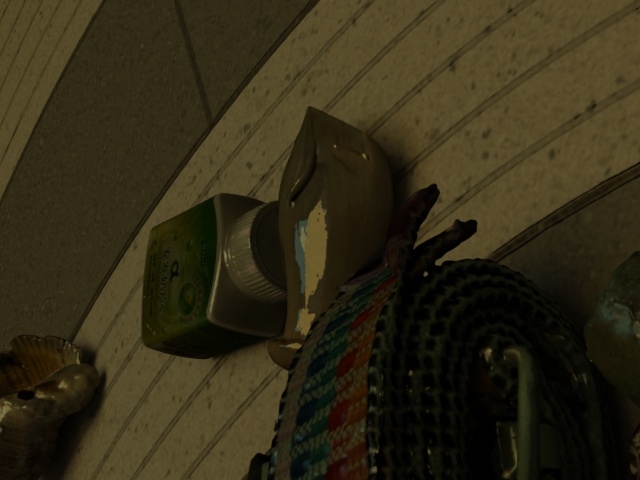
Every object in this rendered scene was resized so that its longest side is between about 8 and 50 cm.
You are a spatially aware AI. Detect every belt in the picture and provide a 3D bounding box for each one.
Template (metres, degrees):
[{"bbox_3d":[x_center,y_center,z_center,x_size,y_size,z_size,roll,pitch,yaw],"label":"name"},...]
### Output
[{"bbox_3d":[0.090,0.134,0.782,0.160,0.207,0.295,-37,33,46],"label":"belt"}]

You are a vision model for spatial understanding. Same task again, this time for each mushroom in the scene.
[{"bbox_3d":[0.009,-0.005,1.044,0.108,0.096,0.246,-6,73,23],"label":"mushroom"}]

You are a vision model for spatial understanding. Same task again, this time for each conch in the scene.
[{"bbox_3d":[-0.362,0.196,1.423,0.245,0.163,0.178,-30,65,7],"label":"conch"}]

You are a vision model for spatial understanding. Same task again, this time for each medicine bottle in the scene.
[{"bbox_3d":[-0.084,0.029,1.160,0.188,0.088,0.132,-23,57,48],"label":"medicine bottle"}]

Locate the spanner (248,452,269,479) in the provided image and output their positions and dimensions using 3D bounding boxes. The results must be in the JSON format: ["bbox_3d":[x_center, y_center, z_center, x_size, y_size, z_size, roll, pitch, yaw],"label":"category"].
[{"bbox_3d":[0.034,0.215,0.978,0.316,0.024,0.087,22,88,55],"label":"spanner"}]

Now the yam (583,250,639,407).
[{"bbox_3d":[0.260,0.087,0.647,0.259,0.106,0.106,33,103,52],"label":"yam"}]

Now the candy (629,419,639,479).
[{"bbox_3d":[0.214,0.134,0.744,0.094,0.051,0.226,-36,48,48],"label":"candy"}]
